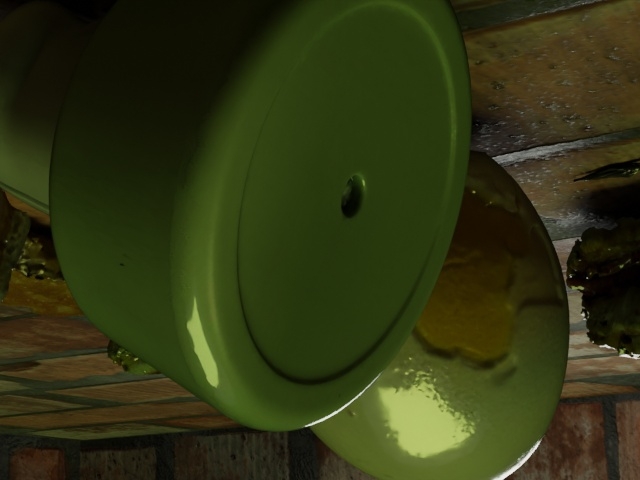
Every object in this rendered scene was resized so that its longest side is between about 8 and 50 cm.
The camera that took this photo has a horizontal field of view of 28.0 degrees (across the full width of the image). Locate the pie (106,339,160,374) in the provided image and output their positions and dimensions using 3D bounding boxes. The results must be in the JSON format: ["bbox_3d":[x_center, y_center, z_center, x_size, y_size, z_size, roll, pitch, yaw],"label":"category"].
[{"bbox_3d":[-0.142,0.100,1.550,0.248,0.090,0.201,-20,-171,13],"label":"pie"}]

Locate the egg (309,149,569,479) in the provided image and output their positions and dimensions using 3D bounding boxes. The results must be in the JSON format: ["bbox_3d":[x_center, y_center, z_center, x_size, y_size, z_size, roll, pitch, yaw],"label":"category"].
[{"bbox_3d":[0.088,0.077,1.177,0.283,0.345,0.283,-19,-161,7],"label":"egg"}]

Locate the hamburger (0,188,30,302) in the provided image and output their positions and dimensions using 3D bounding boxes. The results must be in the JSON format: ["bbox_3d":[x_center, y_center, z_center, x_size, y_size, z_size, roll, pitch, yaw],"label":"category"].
[{"bbox_3d":[-0.404,0.013,1.238,0.207,0.155,0.135,-2,149,39],"label":"hamburger"}]

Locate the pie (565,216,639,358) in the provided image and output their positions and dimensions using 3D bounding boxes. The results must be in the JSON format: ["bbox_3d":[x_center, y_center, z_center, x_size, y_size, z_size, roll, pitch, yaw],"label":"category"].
[{"bbox_3d":[0.479,0.048,1.425,0.395,0.181,0.418,-11,170,30],"label":"pie"}]

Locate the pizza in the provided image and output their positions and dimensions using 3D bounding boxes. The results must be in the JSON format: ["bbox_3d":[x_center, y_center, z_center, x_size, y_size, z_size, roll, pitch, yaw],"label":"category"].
[{"bbox_3d":[-0.327,0.032,1.464,0.189,0.071,0.297,-11,163,35],"label":"pizza"}]

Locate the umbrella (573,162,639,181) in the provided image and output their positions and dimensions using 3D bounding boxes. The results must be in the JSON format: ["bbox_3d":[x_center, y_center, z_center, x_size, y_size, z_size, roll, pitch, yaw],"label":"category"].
[{"bbox_3d":[0.300,-0.069,1.252,0.022,0.013,0.122,24,154,-36],"label":"umbrella"}]

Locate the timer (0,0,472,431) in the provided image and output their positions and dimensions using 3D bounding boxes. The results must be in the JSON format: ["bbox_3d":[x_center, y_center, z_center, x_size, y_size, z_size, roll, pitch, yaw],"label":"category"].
[{"bbox_3d":[-0.103,-0.064,0.821,0.315,0.291,0.290,17,178,32],"label":"timer"}]
